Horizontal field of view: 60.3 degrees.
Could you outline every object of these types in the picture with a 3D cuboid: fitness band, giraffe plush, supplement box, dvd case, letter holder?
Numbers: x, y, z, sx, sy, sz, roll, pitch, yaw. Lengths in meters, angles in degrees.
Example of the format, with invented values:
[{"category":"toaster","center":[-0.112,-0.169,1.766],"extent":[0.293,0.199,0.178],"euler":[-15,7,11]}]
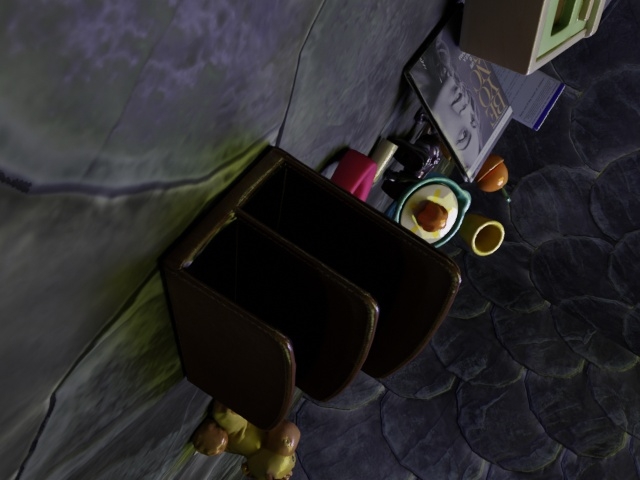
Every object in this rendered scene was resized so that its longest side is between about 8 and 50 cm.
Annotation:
[{"category":"fitness band","center":[0.000,0.000,0.794],"extent":[0.209,0.054,0.291],"euler":[-49,168,-41]},{"category":"giraffe plush","center":[-0.113,0.350,0.963],"extent":[0.210,0.170,0.181],"euler":[-63,168,28]},{"category":"supplement box","center":[0.415,-0.348,1.234],"extent":[0.114,0.220,0.111],"euler":[-63,169,20]},{"category":"dvd case","center":[0.225,-0.226,0.861],"extent":[0.165,0.018,0.221],"euler":[-54,125,-21]},{"category":"letter holder","center":[-0.015,0.097,0.558],"extent":[0.152,0.214,0.302],"euler":[-52,168,-30]}]

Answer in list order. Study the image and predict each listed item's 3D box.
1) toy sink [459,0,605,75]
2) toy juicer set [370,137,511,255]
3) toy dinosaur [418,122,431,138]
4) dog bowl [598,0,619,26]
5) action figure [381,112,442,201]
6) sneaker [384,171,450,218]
[{"category":"toy sink","center":[0.329,-0.366,0.790],"extent":[0.234,0.131,0.153],"euler":[-35,143,-27]},{"category":"toy juicer set","center":[0.190,-0.081,0.929],"extent":[0.089,0.328,0.209],"euler":[-128,-134,-59]},{"category":"toy dinosaur","center":[0.293,-0.309,1.276],"extent":[0.211,0.064,0.112],"euler":[-44,-176,-19]},{"category":"dog bowl","center":[0.540,-0.620,1.054],"extent":[0.408,0.150,0.408],"euler":[23,90,-85]},{"category":"action figure","center":[0.192,-0.168,1.094],"extent":[0.285,0.099,0.186],"euler":[-46,158,-62]},{"category":"sneaker","center":[0.273,-0.066,1.673],"extent":[0.319,0.127,0.208],"euler":[-39,158,-34]}]
